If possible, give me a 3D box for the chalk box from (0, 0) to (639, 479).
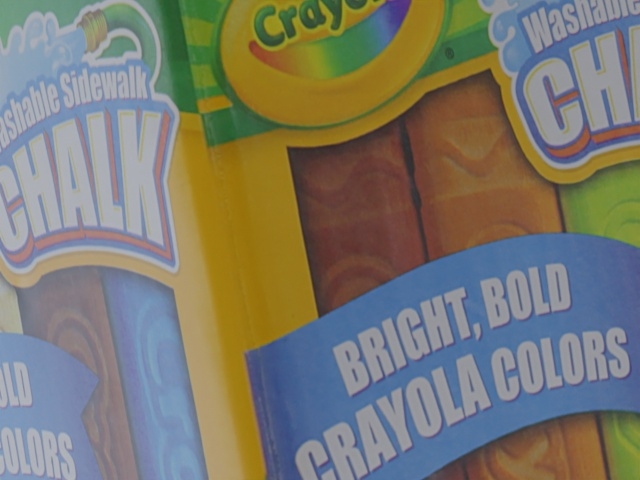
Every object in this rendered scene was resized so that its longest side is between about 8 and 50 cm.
[{"bbox_3d":[0.000,0.000,0.468,0.180,0.289,0.179,-12,-178,-37],"label":"chalk box"}]
